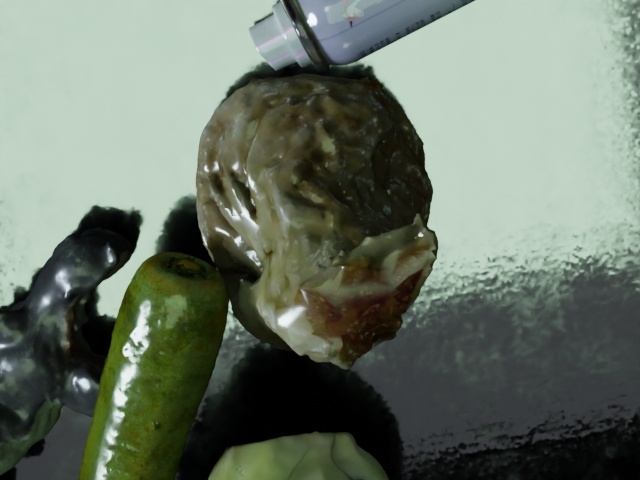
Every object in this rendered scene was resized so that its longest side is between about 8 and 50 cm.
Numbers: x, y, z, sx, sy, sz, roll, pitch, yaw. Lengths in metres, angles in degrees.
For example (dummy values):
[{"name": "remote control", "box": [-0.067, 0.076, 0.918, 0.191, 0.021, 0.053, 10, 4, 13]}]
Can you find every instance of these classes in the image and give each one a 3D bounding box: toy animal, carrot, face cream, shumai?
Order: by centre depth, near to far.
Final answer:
[{"name": "shumai", "box": [0.000, 0.000, 0.807, 0.166, 0.175, 0.206, -12, 113, 2]}, {"name": "face cream", "box": [0.060, -0.180, 0.826, 0.229, 0.075, 0.075, -27, 102, 5]}, {"name": "carrot", "box": [-0.135, 0.179, 0.850, 0.074, 0.074, 0.358, 15, 105, -4]}, {"name": "toy animal", "box": [-0.263, 0.131, 0.884, 0.343, 0.106, 0.168, -28, 101, -3]}]

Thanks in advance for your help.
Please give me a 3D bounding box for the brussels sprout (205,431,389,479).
[{"name": "brussels sprout", "box": [-0.023, 0.258, 0.858, 0.244, 0.244, 0.244, 0, 103, 0]}]
